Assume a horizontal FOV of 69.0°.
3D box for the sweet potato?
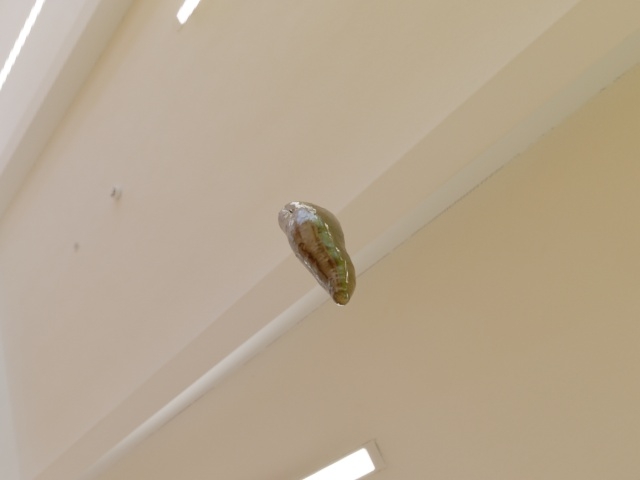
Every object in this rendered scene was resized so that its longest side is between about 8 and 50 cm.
[{"bbox_3d":[0.000,0.000,0.591,0.077,0.077,0.243,-65,-154,12],"label":"sweet potato"}]
